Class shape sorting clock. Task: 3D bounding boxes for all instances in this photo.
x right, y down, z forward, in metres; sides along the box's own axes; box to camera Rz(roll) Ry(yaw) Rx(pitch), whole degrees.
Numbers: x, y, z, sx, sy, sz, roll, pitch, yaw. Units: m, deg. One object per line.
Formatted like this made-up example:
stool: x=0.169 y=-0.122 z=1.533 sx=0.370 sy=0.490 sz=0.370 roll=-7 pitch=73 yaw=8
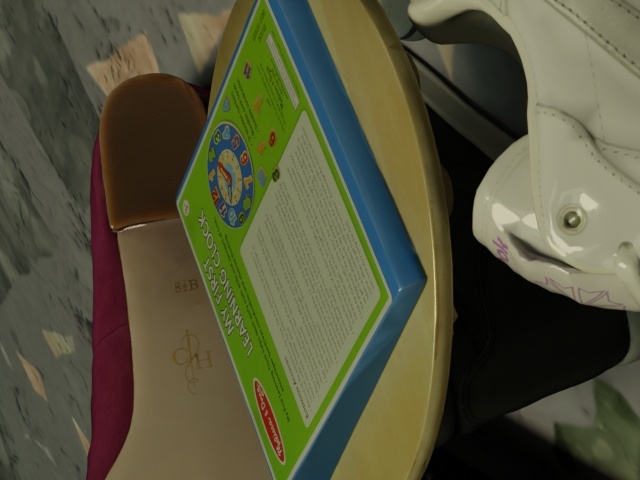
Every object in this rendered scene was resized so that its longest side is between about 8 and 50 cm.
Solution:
shape sorting clock: x=0.000 y=0.000 z=0.678 sx=0.206 sy=0.040 sz=0.206 roll=16 pitch=107 yaw=62

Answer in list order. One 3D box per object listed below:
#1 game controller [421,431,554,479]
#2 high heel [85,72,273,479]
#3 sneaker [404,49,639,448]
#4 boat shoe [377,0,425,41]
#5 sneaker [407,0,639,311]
game controller: x=0.083 y=0.164 z=0.946 sx=0.319 sy=0.067 sz=0.166 roll=29 pitch=138 yaw=51
high heel: x=-0.063 y=0.100 z=1.006 sx=0.181 sy=0.127 sz=0.377 roll=56 pitch=-145 yaw=-87
sneaker: x=0.001 y=-0.007 z=0.847 sx=0.296 sy=0.147 sz=0.104 roll=38 pitch=146 yaw=44
boat shoe: x=-0.030 y=-0.190 z=0.803 sx=0.258 sy=0.084 sz=0.095 roll=59 pitch=154 yaw=9
sneaker: x=0.141 y=0.003 z=0.573 sx=0.305 sy=0.152 sz=0.114 roll=58 pitch=-173 yaw=22
